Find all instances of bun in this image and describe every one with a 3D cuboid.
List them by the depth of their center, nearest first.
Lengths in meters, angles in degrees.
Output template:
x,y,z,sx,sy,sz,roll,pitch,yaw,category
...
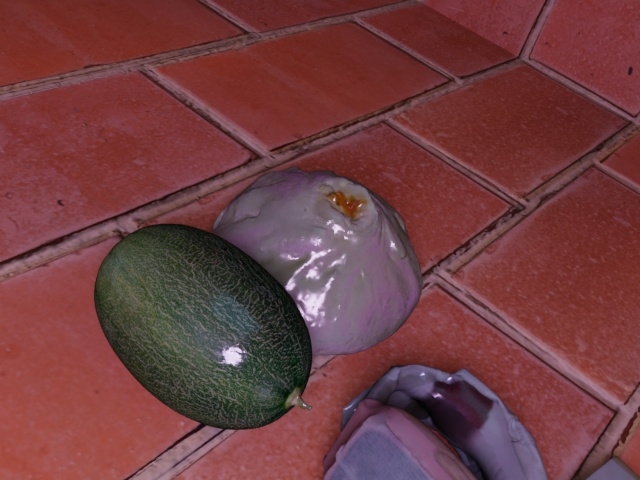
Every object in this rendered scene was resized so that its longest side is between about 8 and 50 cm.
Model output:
x,y,z,sx,sy,sz,roll,pitch,yaw,category
0.000,0.000,1.040,0.293,0.187,0.293,11,36,-8,bun

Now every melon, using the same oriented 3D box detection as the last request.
x,y,z,sx,sy,sz,roll,pitch,yaw,category
-0.119,0.095,0.859,0.287,0.182,0.182,38,39,26,melon

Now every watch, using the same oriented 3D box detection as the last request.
x,y,z,sx,sy,sz,roll,pitch,yaw,category
0.130,0.245,0.836,0.241,0.162,0.253,-3,43,-49,watch

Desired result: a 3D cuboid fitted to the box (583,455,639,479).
x,y,z,sx,sy,sz,roll,pitch,yaw,category
0.362,0.372,0.848,0.210,0.045,0.270,-18,51,-41,box
